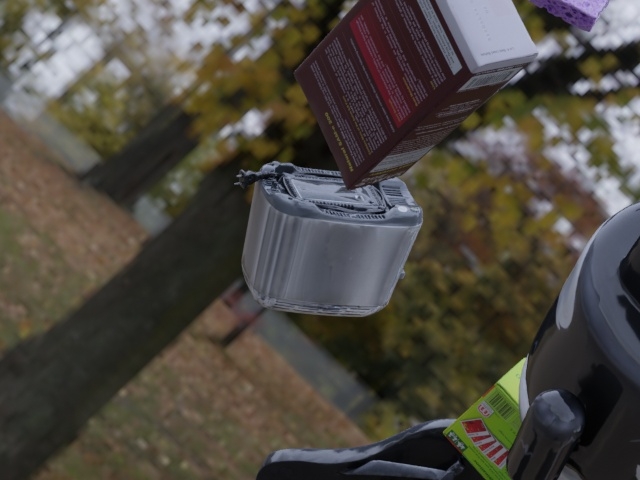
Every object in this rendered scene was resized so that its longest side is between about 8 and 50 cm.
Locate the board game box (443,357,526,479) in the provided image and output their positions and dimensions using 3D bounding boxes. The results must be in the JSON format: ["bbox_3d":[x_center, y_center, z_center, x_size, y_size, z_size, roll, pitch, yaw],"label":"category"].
[{"bbox_3d":[0.191,0.190,1.349,0.181,0.043,0.092,48,-41,8],"label":"board game box"}]

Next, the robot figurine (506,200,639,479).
[{"bbox_3d":[0.235,0.081,1.139,0.209,0.173,0.278,9,-32,-5],"label":"robot figurine"}]

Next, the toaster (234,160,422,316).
[{"bbox_3d":[0.000,0.000,1.966,0.227,0.146,0.129,4,26,-21],"label":"toaster"}]

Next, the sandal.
[{"bbox_3d":[0.060,0.236,1.629,0.054,0.255,0.097,-68,142,-62],"label":"sandal"}]

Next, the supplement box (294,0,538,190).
[{"bbox_3d":[0.078,-0.156,1.502,0.239,0.073,0.130,-41,-111,53],"label":"supplement box"}]

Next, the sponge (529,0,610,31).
[{"bbox_3d":[0.270,-0.314,1.706,0.117,0.210,0.031,31,-25,8],"label":"sponge"}]
